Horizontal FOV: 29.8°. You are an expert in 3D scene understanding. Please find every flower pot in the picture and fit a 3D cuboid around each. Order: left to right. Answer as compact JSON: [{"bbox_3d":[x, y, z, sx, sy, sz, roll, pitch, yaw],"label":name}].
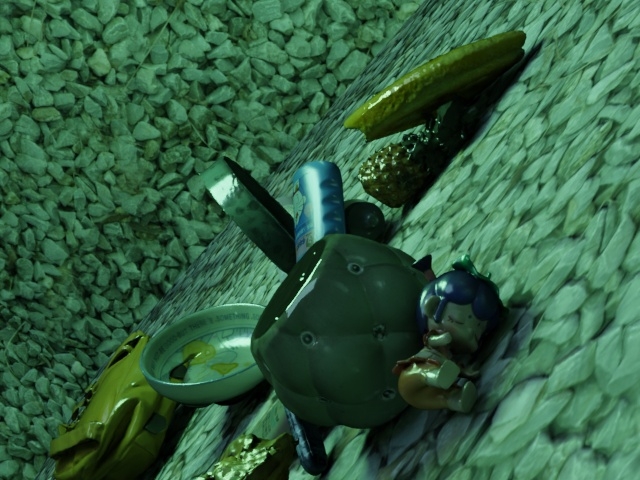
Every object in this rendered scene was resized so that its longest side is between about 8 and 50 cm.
[{"bbox_3d":[0.038,0.114,1.485,0.246,0.195,0.246,-52,8,11],"label":"flower pot"}]

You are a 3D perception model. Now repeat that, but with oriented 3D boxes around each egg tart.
[{"bbox_3d":[-0.129,0.336,1.430,0.297,0.132,0.297,-56,-12,-19],"label":"egg tart"}]

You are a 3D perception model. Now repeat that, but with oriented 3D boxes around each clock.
[{"bbox_3d":[-0.107,-0.040,2.338,0.061,0.312,0.312,-44,11,5],"label":"clock"}]

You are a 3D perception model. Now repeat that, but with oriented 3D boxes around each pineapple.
[{"bbox_3d":[0.178,-0.159,2.091,0.237,0.111,0.119,-43,41,17],"label":"pineapple"}]

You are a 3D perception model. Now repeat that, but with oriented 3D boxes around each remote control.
[{"bbox_3d":[-0.022,0.243,1.598,0.027,0.043,0.152,-50,44,31],"label":"remote control"}]

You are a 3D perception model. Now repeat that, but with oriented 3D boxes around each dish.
[{"bbox_3d":[-0.183,0.239,2.199,0.273,0.134,0.273,-11,25,5],"label":"dish"}]

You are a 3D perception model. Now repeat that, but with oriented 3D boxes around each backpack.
[{"bbox_3d":[-0.424,0.384,2.574,0.378,0.201,0.353,-38,19,45],"label":"backpack"}]

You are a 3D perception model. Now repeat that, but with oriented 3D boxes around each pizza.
[{"bbox_3d":[0.202,-0.278,2.119,0.258,0.087,0.268,-24,-6,-33],"label":"pizza"}]

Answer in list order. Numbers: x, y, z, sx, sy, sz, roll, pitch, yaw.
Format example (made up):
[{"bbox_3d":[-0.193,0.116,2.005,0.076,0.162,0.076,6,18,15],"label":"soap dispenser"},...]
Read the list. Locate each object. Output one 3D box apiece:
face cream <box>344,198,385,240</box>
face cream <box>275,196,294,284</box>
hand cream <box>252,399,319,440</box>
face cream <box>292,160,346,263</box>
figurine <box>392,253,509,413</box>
[{"bbox_3d":[0.051,-0.030,2.215,0.092,0.092,0.311,-54,10,-10],"label":"face cream"},{"bbox_3d":[-0.060,-0.010,2.678,0.154,0.096,0.274,-48,24,11],"label":"face cream"},{"bbox_3d":[-0.082,0.302,1.750,0.312,0.070,0.111,-50,23,28],"label":"hand cream"},{"bbox_3d":[0.000,0.000,2.086,0.149,0.083,0.264,126,144,-59],"label":"face cream"},{"bbox_3d":[0.141,0.101,1.348,0.102,0.111,0.195,-11,37,43],"label":"figurine"}]
